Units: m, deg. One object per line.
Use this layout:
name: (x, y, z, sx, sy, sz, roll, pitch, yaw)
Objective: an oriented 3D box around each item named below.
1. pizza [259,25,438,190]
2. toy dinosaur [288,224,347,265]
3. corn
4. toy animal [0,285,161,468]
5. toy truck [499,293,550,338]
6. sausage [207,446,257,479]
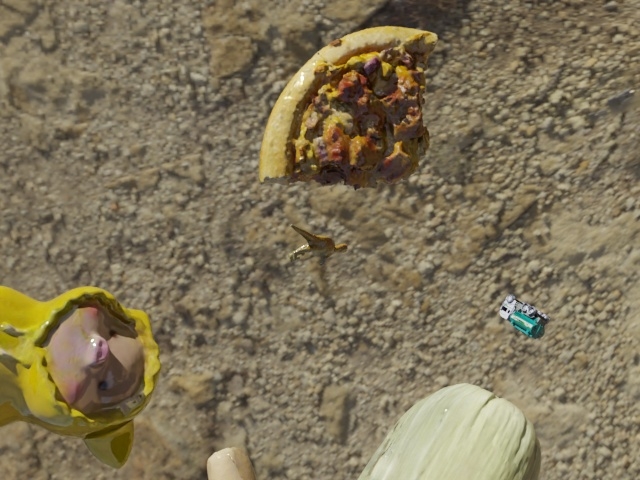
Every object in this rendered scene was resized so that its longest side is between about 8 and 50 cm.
pizza: (0.065, -0.207, 1.571, 0.277, 0.409, 0.114, 58, 168, -14)
toy dinosaur: (0.000, 0.000, 1.743, 0.162, 0.126, 0.039, 96, 152, -57)
corn: (0.071, 0.236, 0.684, 0.123, 0.305, 0.122, 50, 138, -13)
toy animal: (-0.258, 0.108, 0.786, 0.156, 0.230, 0.156, -167, 90, -72)
toy truck: (0.306, 0.116, 1.369, 0.044, 0.039, 0.083, -58, 32, 1)
sausage: (-0.066, 0.393, 1.087, 0.066, 0.066, 0.301, -37, 70, 36)
